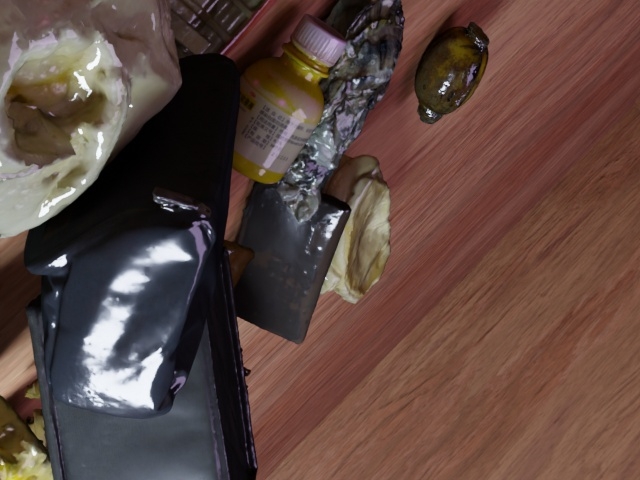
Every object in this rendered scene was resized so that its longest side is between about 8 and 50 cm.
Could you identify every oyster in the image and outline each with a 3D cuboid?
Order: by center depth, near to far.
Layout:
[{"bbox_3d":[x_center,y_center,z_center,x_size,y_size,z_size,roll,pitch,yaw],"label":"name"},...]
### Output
[{"bbox_3d":[0.017,-0.195,1.395,0.162,0.158,0.351,16,100,-41],"label":"oyster"}]

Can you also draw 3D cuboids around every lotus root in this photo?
[{"bbox_3d":[0.228,-0.296,1.713,0.120,0.120,0.209,-27,153,-49],"label":"lotus root"}]

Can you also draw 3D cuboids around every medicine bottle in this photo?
[{"bbox_3d":[-0.050,-0.190,1.264,0.212,0.122,0.122,-55,161,18],"label":"medicine bottle"}]

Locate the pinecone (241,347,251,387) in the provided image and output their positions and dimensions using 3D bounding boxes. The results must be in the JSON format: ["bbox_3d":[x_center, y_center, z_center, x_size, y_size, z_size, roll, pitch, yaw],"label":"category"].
[{"bbox_3d":[-0.232,0.238,1.554,0.264,0.264,0.264,-42,161,-18],"label":"pinecone"}]

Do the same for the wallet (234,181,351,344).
[{"bbox_3d":[-0.064,0.033,1.600,0.042,0.165,0.309,-59,170,-51],"label":"wallet"}]

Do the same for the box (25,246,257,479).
[{"bbox_3d":[-0.205,0.201,1.182,0.251,0.204,0.345,-88,171,-79],"label":"box"}]

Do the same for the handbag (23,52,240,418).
[{"bbox_3d":[-0.181,-0.025,0.919,0.302,0.177,0.275,-87,-174,-48],"label":"handbag"}]

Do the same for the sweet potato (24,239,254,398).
[{"bbox_3d":[-0.257,0.117,1.373,0.370,0.158,0.158,-47,162,-5],"label":"sweet potato"}]

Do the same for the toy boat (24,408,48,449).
[{"bbox_3d":[-0.436,0.411,1.501,0.136,0.162,0.445,-14,134,-10],"label":"toy boat"}]

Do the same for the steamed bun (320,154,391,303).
[{"bbox_3d":[0.000,0.000,1.743,0.247,0.189,0.428,-63,164,-16],"label":"steamed bun"}]

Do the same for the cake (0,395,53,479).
[{"bbox_3d":[-0.473,0.292,1.118,0.286,0.222,0.227,-42,159,-20],"label":"cake"}]

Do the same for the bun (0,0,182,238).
[{"bbox_3d":[-0.258,-0.128,0.758,0.365,0.219,0.365,-39,162,-15],"label":"bun"}]

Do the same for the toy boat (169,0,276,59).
[{"bbox_3d":[-0.111,-0.266,1.004,0.392,0.079,0.136,-47,150,6],"label":"toy boat"}]
